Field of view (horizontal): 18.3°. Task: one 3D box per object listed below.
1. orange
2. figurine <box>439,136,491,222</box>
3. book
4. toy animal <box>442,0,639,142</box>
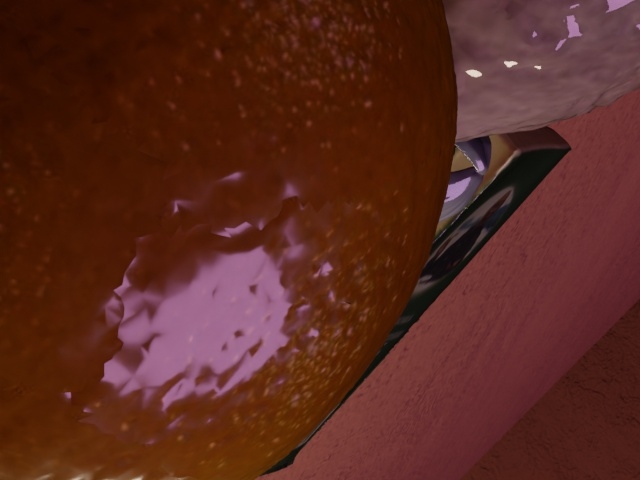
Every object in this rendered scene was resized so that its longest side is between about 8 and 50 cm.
[{"bbox_3d":[-0.073,-0.031,0.540,0.236,0.236,0.236,-45,167,-14],"label":"orange"},{"bbox_3d":[0.063,-0.053,1.273,0.086,0.082,0.094,-34,161,18],"label":"figurine"},{"bbox_3d":[0.048,0.053,1.578,0.371,0.043,0.260,-49,169,12],"label":"book"},{"bbox_3d":[0.130,-0.170,0.863,0.358,0.188,0.226,-49,161,7],"label":"toy animal"}]
